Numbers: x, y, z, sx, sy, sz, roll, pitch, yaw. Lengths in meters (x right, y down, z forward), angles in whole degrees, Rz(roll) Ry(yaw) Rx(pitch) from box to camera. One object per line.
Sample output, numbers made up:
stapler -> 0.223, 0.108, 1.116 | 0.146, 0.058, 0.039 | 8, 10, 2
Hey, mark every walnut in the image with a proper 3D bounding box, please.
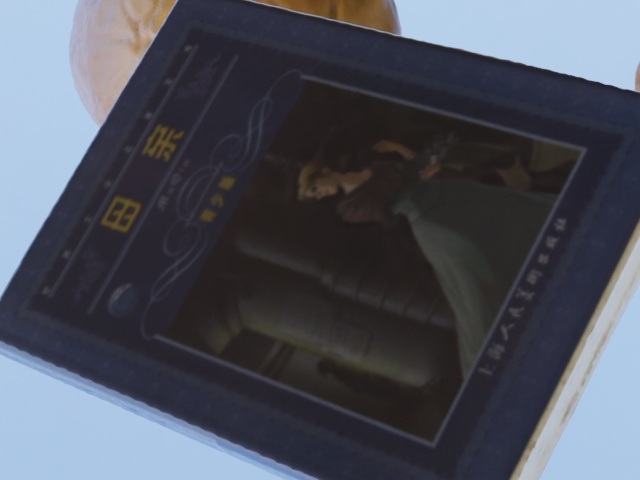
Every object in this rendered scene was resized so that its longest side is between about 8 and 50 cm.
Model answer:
walnut -> -0.054, -0.114, 1.135 | 0.195, 0.195, 0.221 | -2, -165, -27

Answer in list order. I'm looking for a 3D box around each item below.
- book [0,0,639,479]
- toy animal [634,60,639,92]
book -> 0.000, 0.000, 0.747 | 0.269, 0.025, 0.191 | 19, -108, 36
toy animal -> 0.246, -0.092, 1.039 | 0.083, 0.089, 0.150 | 2, -142, -36
